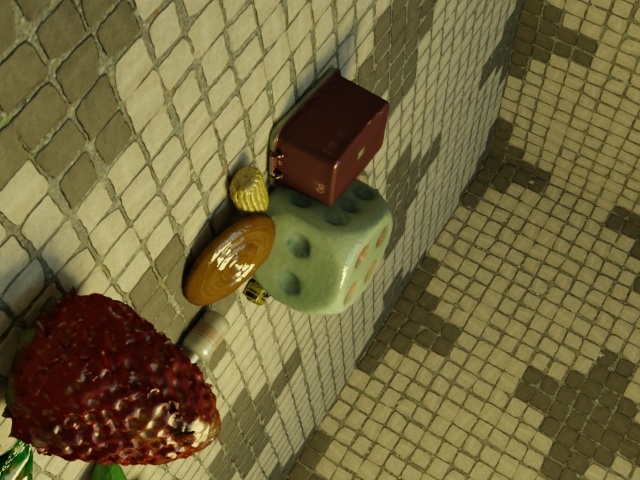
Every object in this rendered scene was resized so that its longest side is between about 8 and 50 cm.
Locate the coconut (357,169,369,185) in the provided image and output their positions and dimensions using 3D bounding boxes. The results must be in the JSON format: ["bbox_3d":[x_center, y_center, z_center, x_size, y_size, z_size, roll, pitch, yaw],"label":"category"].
[{"bbox_3d":[0.076,-0.150,2.303,0.110,0.124,0.110,-56,163,-27],"label":"coconut"}]

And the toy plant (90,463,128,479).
[{"bbox_3d":[-0.392,0.679,1.872,0.317,0.356,0.210,-62,-158,1],"label":"toy plant"}]

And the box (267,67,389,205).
[{"bbox_3d":[0.024,-0.229,1.952,0.294,0.167,0.193,-51,159,-33],"label":"box"}]

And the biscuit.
[{"bbox_3d":[-0.191,0.047,1.879,0.262,0.037,0.262,-42,160,-18],"label":"biscuit"}]

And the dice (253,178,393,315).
[{"bbox_3d":[0.000,0.000,2.071,0.268,0.264,0.262,-41,153,-49],"label":"dice"}]

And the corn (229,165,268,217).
[{"bbox_3d":[-0.148,-0.096,1.832,0.165,0.063,0.085,71,35,-70],"label":"corn"}]

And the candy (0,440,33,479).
[{"bbox_3d":[-0.541,0.413,1.450,0.141,0.078,0.203,-35,163,-35],"label":"candy"}]

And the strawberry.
[{"bbox_3d":[-0.319,0.238,1.369,0.292,0.343,0.292,-159,-90,-89],"label":"strawberry"}]

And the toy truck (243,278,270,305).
[{"bbox_3d":[-0.160,0.134,2.188,0.054,0.049,0.083,-59,165,-6],"label":"toy truck"}]

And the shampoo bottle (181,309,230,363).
[{"bbox_3d":[-0.283,0.248,1.956,0.192,0.074,0.074,-55,162,-26],"label":"shampoo bottle"}]

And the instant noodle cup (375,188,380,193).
[{"bbox_3d":[0.098,-0.078,2.587,0.157,0.070,0.179,-22,138,-64],"label":"instant noodle cup"}]
